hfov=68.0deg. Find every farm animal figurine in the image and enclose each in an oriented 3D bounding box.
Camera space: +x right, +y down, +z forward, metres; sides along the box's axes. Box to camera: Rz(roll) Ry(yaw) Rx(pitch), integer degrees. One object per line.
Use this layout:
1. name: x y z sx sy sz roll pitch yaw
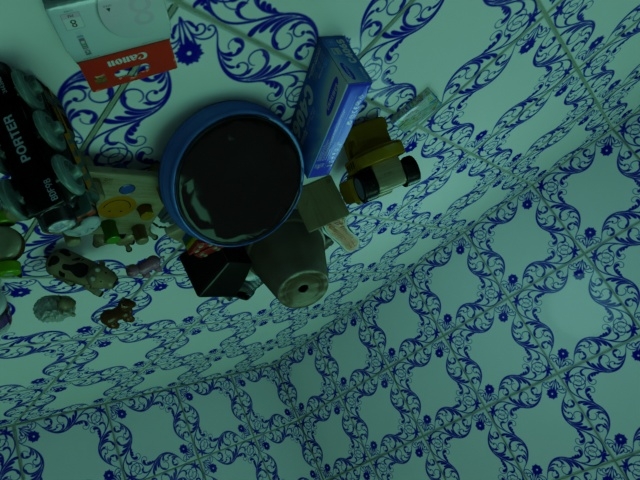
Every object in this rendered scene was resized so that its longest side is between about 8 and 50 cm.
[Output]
1. farm animal figurine: -0.640 0.078 1.369 0.327 0.329 0.172 3 158 1

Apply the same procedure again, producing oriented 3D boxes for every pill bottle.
1. pill bottle: -0.983 0.204 1.396 0.108 0.108 0.193 -12 154 -32

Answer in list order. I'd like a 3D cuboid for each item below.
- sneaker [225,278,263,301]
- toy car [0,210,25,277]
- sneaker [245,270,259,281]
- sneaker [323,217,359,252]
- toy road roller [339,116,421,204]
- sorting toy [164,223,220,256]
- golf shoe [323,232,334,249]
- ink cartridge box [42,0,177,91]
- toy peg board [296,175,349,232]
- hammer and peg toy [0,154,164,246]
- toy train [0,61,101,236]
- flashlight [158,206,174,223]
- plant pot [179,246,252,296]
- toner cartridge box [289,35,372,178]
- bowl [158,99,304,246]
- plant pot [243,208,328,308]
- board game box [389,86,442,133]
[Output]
1. sneaker: -0.317 0.204 2.115 0.300 0.121 0.111 -10 152 -36
2. toy car: -0.793 0.033 1.185 0.149 0.154 0.188 -12 167 -11
3. sneaker: -0.235 0.109 2.046 0.237 0.085 0.086 -19 166 -31
4. sneaker: 0.056 -0.065 1.975 0.108 0.121 0.302 -41 137 -5
5. toy road roller: 0.169 -0.260 1.567 0.203 0.240 0.329 -21 -177 -10
6. sorting toy: -0.335 -0.032 1.538 0.257 0.089 0.255 -25 173 -4
7. golf shoe: 0.000 0.000 1.989 0.068 0.086 0.186 -38 -171 -10
8. ink cartridge box: -0.372 -0.371 0.887 0.189 0.066 0.232 -22 153 -13
9. toy peg board: -0.003 -0.124 1.710 0.161 0.161 0.079 -24 170 -8
10. hammer and peg toy: -0.560 -0.096 1.180 0.362 0.127 0.266 -1 146 -47
11. toy train: -0.509 -0.158 0.866 0.142 0.333 0.190 -28 172 -4
12. flashlight: -0.341 -0.152 1.352 0.304 0.103 0.103 -33 -161 23
13. plant pot: -0.366 0.083 1.734 0.167 0.188 0.188 -45 152 22
14. toner cartridge box: 0.009 -0.335 1.243 0.075 0.165 0.347 -15 154 -27
15. bowl: -0.215 -0.159 1.235 0.392 0.077 0.390 -17 124 -27
16. plant pot: -0.105 0.089 1.760 0.324 0.280 0.322 -12 131 -14
17. board game box: 0.315 -0.425 1.563 0.154 0.026 0.103 -36 156 22
